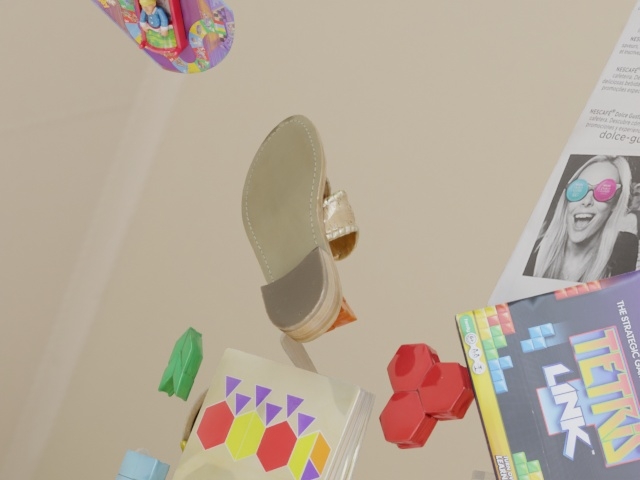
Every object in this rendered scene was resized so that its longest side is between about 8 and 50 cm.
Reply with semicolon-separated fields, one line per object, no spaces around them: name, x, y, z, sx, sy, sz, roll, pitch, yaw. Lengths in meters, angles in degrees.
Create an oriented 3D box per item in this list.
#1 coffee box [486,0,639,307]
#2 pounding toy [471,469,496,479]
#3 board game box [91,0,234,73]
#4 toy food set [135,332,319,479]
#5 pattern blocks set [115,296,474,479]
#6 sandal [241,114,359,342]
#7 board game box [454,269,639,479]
coffee box;0.418;0.015;1.286;0.337;0.338;0.334;36;-104;-38
pounding toy;0.234;0.326;1.569;0.206;0.181;0.094;88;-168;-51
board game box;-0.167;-0.224;1.520;0.133;0.168;0.033;-33;17;48
toy food set;-0.062;0.180;1.399;0.192;0.038;0.132;-39;-65;-16
pattern blocks set;-0.038;0.169;1.238;0.026;0.325;0.285;31;-95;-41
sandal;-0.005;0.003;1.272;0.088;0.240;0.079;-34;-52;22
board game box;0.178;0.117;1.041;0.141;0.170;0.048;-15;-18;3
